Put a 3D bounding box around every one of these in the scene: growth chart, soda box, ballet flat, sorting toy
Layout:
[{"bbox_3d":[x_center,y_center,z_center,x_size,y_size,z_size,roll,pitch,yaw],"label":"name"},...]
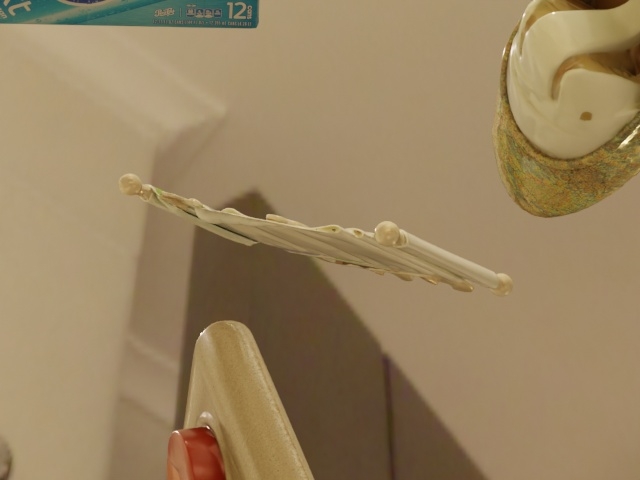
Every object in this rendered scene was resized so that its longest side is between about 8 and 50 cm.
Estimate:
[{"bbox_3d":[0.000,0.000,1.258,0.237,0.172,0.021,11,-98,32],"label":"growth chart"},{"bbox_3d":[-0.142,-0.177,1.122,0.210,0.071,0.067,0,-51,-5],"label":"soda box"},{"bbox_3d":[0.179,-0.131,1.006,0.123,0.123,0.348,29,-48,-17],"label":"ballet flat"},{"bbox_3d":[-0.039,0.221,0.955,0.041,0.307,0.229,-1,-52,-22],"label":"sorting toy"}]
